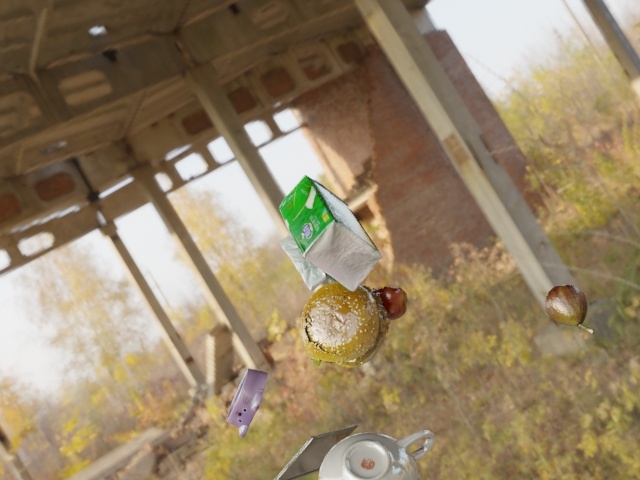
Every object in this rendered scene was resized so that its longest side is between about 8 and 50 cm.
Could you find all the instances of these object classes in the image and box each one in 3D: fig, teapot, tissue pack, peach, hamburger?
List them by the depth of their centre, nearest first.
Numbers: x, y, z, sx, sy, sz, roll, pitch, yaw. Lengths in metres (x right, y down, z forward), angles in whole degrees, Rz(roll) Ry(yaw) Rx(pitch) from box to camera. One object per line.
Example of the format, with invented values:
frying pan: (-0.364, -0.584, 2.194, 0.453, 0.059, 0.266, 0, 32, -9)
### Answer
teapot: (0.088, 0.372, 1.291, 0.245, 0.116, 0.159, -22, 31, -21)
tissue pack: (0.000, 0.001, 1.632, 0.156, 0.148, 0.209, -50, 32, 12)
hamburger: (0.055, 0.177, 1.715, 0.191, 0.182, 0.118, 0, -8, 17)
fig: (0.532, 0.153, 1.721, 0.089, 0.089, 0.125, -32, 39, 10)
peach: (0.146, 0.142, 1.779, 0.098, 0.061, 0.098, 4, -30, 2)

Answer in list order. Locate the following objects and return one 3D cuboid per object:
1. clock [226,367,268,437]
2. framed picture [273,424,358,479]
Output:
clock: (-0.173, 0.375, 1.878, 0.110, 0.050, 0.153, -79, 12, -59)
framed picture: (-0.015, 0.582, 2.209, 0.197, 0.014, 0.252, -52, -26, 16)
